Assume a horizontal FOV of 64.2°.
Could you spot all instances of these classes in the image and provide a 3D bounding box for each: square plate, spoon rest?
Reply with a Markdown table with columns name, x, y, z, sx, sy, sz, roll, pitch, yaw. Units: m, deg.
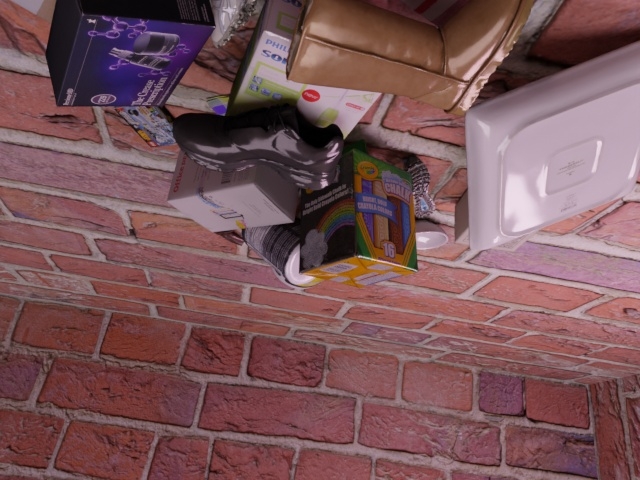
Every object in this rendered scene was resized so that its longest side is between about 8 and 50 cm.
| name | x | y | z | sx | sy | sz | roll | pitch | yaw |
| --- | --- | --- | --- | --- | --- | --- | --- | --- | --- |
| square plate | 0.418 | -0.137 | 0.867 | 0.347 | 0.049 | 0.344 | -21 | 137 | 0 |
| spoon rest | 0.228 | -0.028 | 1.361 | 0.276 | 0.084 | 0.137 | 26 | 149 | -34 |

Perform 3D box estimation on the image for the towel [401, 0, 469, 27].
| name | x | y | z | sx | sy | sz | roll | pitch | yaw |
| --- | --- | --- | --- | --- | --- | --- | --- | --- | --- |
| towel | 0.143 | -0.404 | 0.634 | 0.329 | 0.037 | 0.237 | 23 | 153 | -27 |

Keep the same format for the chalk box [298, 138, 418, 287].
| name | x | y | z | sx | sy | sz | roll | pitch | yaw |
| --- | --- | --- | --- | --- | --- | --- | --- | --- | --- |
| chalk box | 0.077 | -0.067 | 1.078 | 0.179 | 0.289 | 0.180 | 17 | 156 | -37 |

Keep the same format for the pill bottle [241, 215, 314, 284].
| name | x | y | z | sx | sy | sz | roll | pitch | yaw |
| --- | --- | --- | --- | --- | --- | --- | --- | --- | --- |
| pill bottle | -0.099 | -0.010 | 1.205 | 0.246 | 0.130 | 0.130 | 37 | 177 | 39 |

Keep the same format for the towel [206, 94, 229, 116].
| name | x | y | z | sx | sy | sz | roll | pitch | yaw |
| --- | --- | --- | --- | --- | --- | --- | --- | --- | --- |
| towel | -0.190 | -0.265 | 1.047 | 0.060 | 0.009 | 0.083 | -3 | 154 | 22 |

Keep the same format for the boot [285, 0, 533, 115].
| name | x | y | z | sx | sy | sz | roll | pitch | yaw |
| --- | --- | --- | --- | --- | --- | --- | --- | --- | --- |
| boot | 0.112 | -0.282 | 0.667 | 0.269 | 0.089 | 0.236 | 10 | 132 | -14 |

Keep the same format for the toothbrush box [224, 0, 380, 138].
| name | x | y | z | sx | sy | sz | roll | pitch | yaw |
| --- | --- | --- | --- | --- | --- | --- | --- | --- | --- |
| toothbrush box | -0.033 | -0.266 | 0.875 | 0.206 | 0.122 | 0.283 | 16 | 152 | -19 |

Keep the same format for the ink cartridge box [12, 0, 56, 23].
| name | x | y | z | sx | sy | sz | roll | pitch | yaw |
| --- | --- | --- | --- | --- | --- | --- | --- | --- | --- |
| ink cartridge box | -0.422 | -0.427 | 0.670 | 0.235 | 0.088 | 0.193 | 25 | 149 | -36 |

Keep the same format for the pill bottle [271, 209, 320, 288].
| name | x | y | z | sx | sy | sz | roll | pitch | yaw |
| --- | --- | --- | --- | --- | --- | --- | --- | --- | --- |
| pill bottle | 0.000 | 0.000 | 1.356 | 0.188 | 0.188 | 0.334 | 16 | 154 | -19 |

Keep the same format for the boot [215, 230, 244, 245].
| name | x | y | z | sx | sy | sz | roll | pitch | yaw |
| --- | --- | --- | --- | --- | --- | --- | --- | --- | --- |
| boot | -0.263 | -0.016 | 1.569 | 0.106 | 0.037 | 0.114 | 2 | 155 | 42 |

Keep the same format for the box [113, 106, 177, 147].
| name | x | y | z | sx | sy | sz | roll | pitch | yaw |
| --- | --- | --- | --- | --- | --- | --- | --- | --- | --- |
| box | -0.361 | -0.254 | 1.096 | 0.094 | 0.027 | 0.137 | -3 | 153 | 17 |

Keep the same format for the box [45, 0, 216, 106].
| name | x | y | z | sx | sy | sz | roll | pitch | yaw |
| --- | --- | --- | --- | --- | --- | --- | --- | --- | --- |
| box | -0.300 | -0.305 | 0.782 | 0.184 | 0.103 | 0.261 | -8 | 171 | -35 |

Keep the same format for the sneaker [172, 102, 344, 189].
| name | x | y | z | sx | sy | sz | roll | pitch | yaw |
| --- | --- | --- | --- | --- | --- | --- | --- | --- | --- |
| sneaker | -0.095 | -0.176 | 0.843 | 0.286 | 0.109 | 0.130 | 7 | 146 | -16 |

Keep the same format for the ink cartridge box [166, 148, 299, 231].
| name | x | y | z | sx | sy | sz | roll | pitch | yaw |
| --- | --- | --- | --- | --- | --- | --- | --- | --- | --- |
| ink cartridge box | -0.185 | -0.136 | 1.133 | 0.233 | 0.171 | 0.168 | -6 | 152 | 27 |

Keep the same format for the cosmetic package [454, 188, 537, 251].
| name | x | y | z | sx | sy | sz | roll | pitch | yaw |
| --- | --- | --- | --- | --- | --- | --- | --- | --- | --- |
| cosmetic package | 0.427 | -0.093 | 1.135 | 0.160 | 0.113 | 0.309 | 9 | 156 | -5 |

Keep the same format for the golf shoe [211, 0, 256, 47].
| name | x | y | z | sx | sy | sz | roll | pitch | yaw |
| --- | --- | --- | --- | --- | --- | --- | --- | --- | --- |
| golf shoe | -0.139 | -0.370 | 0.769 | 0.086 | 0.069 | 0.176 | 37 | 144 | -14 |

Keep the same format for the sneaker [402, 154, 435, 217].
| name | x | y | z | sx | sy | sz | roll | pitch | yaw |
| --- | --- | --- | --- | --- | --- | --- | --- | --- | --- |
| sneaker | 0.215 | -0.128 | 1.169 | 0.063 | 0.073 | 0.162 | -19 | 131 | 2 |
